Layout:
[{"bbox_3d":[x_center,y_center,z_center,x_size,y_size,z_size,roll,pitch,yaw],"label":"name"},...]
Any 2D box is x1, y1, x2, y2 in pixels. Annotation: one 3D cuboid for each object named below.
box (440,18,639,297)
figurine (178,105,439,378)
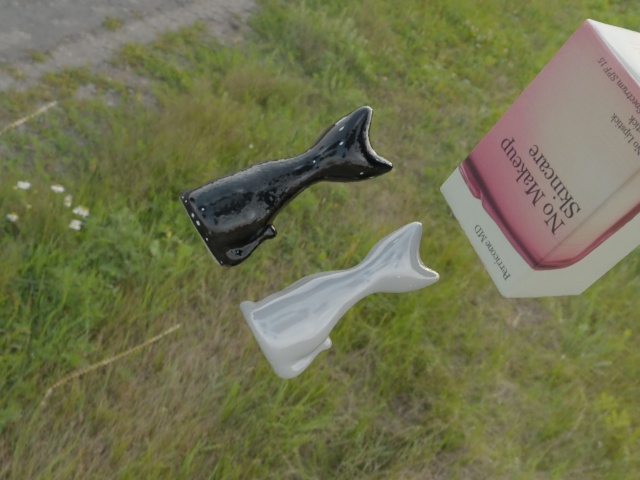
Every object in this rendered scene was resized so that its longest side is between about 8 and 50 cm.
[{"bbox_3d":[0.251,-0.069,0.769,0.126,0.232,0.149,0,51,-37],"label":"box"},{"bbox_3d":[0.000,0.000,0.803,0.209,0.215,0.092,-28,16,-8],"label":"figurine"}]
